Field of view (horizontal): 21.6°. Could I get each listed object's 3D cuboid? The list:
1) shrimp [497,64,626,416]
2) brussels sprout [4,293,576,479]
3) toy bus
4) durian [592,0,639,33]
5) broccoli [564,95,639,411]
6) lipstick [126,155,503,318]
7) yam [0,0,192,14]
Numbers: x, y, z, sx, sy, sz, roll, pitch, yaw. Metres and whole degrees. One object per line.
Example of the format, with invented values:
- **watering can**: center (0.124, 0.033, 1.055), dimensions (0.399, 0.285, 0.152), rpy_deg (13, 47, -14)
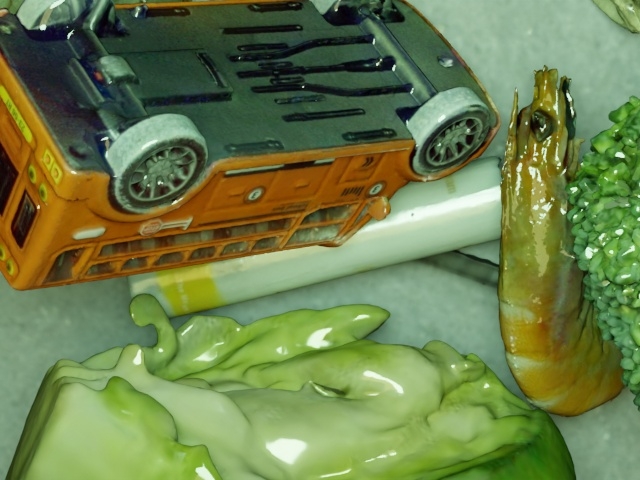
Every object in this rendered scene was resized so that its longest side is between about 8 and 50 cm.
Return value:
- **shrimp**: center (0.172, 0.003, 1.106), dimensions (0.150, 0.068, 0.248), rpy_deg (-31, 123, -27)
- **brussels sprout**: center (-0.024, 0.207, 1.078), dimensions (0.371, 0.276, 0.314), rpy_deg (15, 103, -6)
- **toy bus**: center (-0.052, -0.067, 1.030), dimensions (0.143, 0.329, 0.153), rpy_deg (55, 135, 28)
- **durian**: center (0.188, -0.204, 1.085), dimensions (0.140, 0.110, 0.071), rpy_deg (38, 67, 5)
- **broccoli**: center (0.333, 0.032, 1.020), dimensions (0.375, 0.302, 0.249), rpy_deg (4, 118, -26)
- **lipstick**: center (0.000, 0.000, 1.144), dimensions (0.264, 0.059, 0.059), rpy_deg (-13, 102, 5)
- **yam**: center (-0.192, -0.120, 1.081), dimensions (0.154, 0.154, 0.254), rpy_deg (40, 102, -6)
